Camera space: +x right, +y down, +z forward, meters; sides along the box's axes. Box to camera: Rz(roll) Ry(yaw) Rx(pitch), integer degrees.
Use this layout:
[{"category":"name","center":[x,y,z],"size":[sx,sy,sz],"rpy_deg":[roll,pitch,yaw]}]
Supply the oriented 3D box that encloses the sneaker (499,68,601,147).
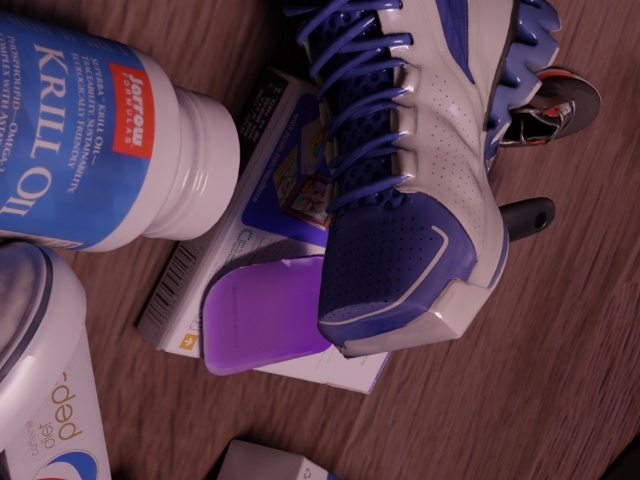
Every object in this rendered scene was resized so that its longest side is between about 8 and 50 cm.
[{"category":"sneaker","center":[0.161,-0.088,1.170],"size":[0.158,0.065,0.061],"rpy_deg":[-8,121,-37]}]

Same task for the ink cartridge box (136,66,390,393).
[{"category":"ink cartridge box","center":[0.000,0.000,1.103],"size":[0.208,0.045,0.206],"rpy_deg":[17,104,-44]}]

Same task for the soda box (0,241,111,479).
[{"category":"soda box","center":[-0.184,0.111,0.996],"size":[0.069,0.074,0.216],"rpy_deg":[-25,131,-27]}]

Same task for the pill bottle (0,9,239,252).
[{"category":"pill bottle","center":[-0.156,-0.059,0.872],"size":[0.221,0.124,0.124],"rpy_deg":[9,111,-44]}]

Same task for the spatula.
[{"category":"spatula","center":[0.050,0.018,1.102],"size":[0.296,0.030,0.084],"rpy_deg":[-21,126,-29]}]

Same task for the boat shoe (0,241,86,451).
[{"category":"boat shoe","center":[-0.306,0.090,0.822],"size":[0.367,0.136,0.156],"rpy_deg":[-32,129,7]}]

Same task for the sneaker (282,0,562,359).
[{"category":"sneaker","center":[0.034,-0.093,0.972],"size":[0.182,0.127,0.316],"rpy_deg":[43,48,-30]}]

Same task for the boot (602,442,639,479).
[{"category":"boot","center":[0.384,0.232,1.564],"size":[0.236,0.085,0.178],"rpy_deg":[-44,139,0]}]

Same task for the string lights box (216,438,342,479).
[{"category":"string lights box","center":[0.008,0.265,1.233],"size":[0.259,0.076,0.133],"rpy_deg":[39,66,-48]}]
